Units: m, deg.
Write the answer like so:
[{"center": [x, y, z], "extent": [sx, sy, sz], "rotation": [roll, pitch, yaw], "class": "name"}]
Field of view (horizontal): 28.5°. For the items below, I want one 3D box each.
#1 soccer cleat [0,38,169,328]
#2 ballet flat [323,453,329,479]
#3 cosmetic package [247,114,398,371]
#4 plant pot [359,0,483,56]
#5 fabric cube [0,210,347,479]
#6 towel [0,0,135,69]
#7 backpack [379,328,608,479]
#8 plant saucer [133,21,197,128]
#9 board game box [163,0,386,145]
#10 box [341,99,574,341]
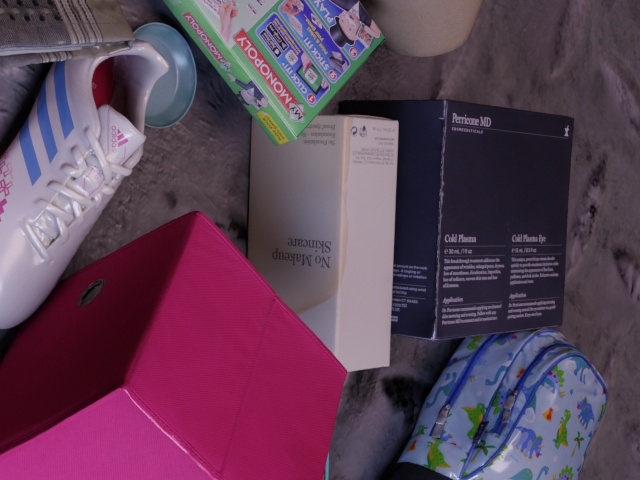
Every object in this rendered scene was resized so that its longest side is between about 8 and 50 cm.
[{"center": [-0.256, -0.067, 1.270], "extent": [0.116, 0.143, 0.331], "rotation": [35, 68, -46], "class": "soccer cleat"}, {"center": [-0.041, 0.393, 1.609], "extent": [0.123, 0.123, 0.349], "rotation": [-18, 108, -48], "class": "ballet flat"}, {"center": [0.000, 0.000, 1.571], "extent": [0.113, 0.160, 0.309], "rotation": [0, 93, -49], "class": "cosmetic package"}, {"center": [0.129, -0.390, 1.649], "extent": [0.256, 0.256, 0.274], "rotation": [-47, 143, -37], "class": "plant pot"}, {"center": [-0.161, 0.179, 1.227], "extent": [0.259, 0.254, 0.258], "rotation": [49, 32, -23], "class": "fabric cube"}, {"center": [-0.346, -0.287, 1.118], "extent": [0.312, 0.056, 0.324], "rotation": [-14, 73, -50], "class": "towel"}, {"center": [0.271, 0.294, 1.880], "extent": [0.290, 0.273, 0.355], "rotation": [50, 45, -32], "class": "backpack"}, {"center": [-0.190, -0.187, 1.431], "extent": [0.119, 0.021, 0.119], "rotation": [-5, 97, -50], "class": "plant saucer"}, {"center": [-0.077, -0.298, 1.468], "extent": [0.317, 0.046, 0.213], "rotation": [53, 54, -18], "class": "board game box"}, {"center": [0.193, -0.032, 1.780], "extent": [0.343, 0.179, 0.313], "rotation": [1, 94, -50], "class": "box"}]
